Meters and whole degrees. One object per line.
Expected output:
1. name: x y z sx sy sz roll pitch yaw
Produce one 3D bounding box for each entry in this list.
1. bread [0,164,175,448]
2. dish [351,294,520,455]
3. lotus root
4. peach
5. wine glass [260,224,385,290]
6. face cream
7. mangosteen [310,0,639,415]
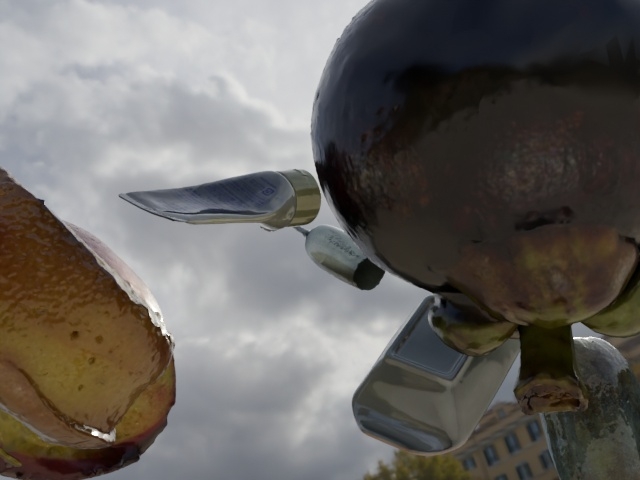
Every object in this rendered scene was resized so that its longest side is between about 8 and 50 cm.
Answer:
1. bread: -0.284 0.068 0.861 0.172 0.312 0.312 -42 -29 -11
2. dish: 0.134 0.152 1.033 0.154 0.234 0.064 17 -43 27
3. lotus root: 0.388 0.289 1.174 0.140 0.322 0.158 -16 -27 18
4. peach: -0.399 0.146 1.197 0.335 0.310 0.406 -52 -50 -13
5. wine glass: 0.000 0.000 1.196 0.074 0.262 0.074 -15 -61 -29
6. face cream: -0.103 -0.041 0.964 0.224 0.114 0.070 -10 -67 -44
7. mangosteen: 0.148 -0.064 0.648 0.297 0.297 0.313 -23 -60 9
